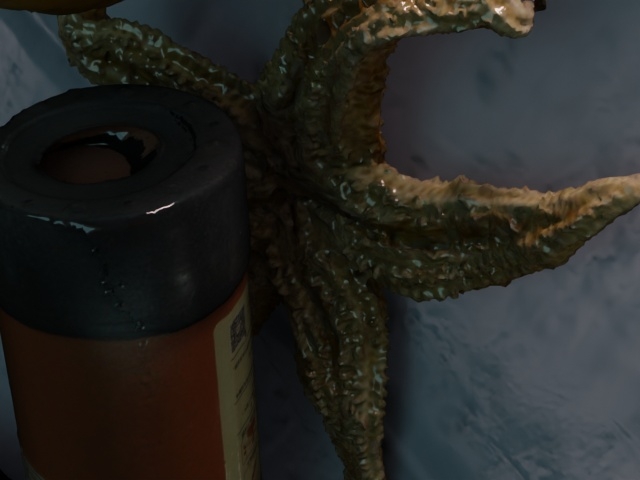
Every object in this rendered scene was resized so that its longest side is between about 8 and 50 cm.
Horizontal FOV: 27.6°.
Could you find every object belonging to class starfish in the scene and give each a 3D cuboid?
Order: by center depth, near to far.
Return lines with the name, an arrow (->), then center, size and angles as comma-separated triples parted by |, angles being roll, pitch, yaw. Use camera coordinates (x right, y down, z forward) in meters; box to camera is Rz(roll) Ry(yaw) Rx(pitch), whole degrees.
starfish -> 0.002, -0.002, 0.599 | 0.299, 0.060, 0.302 | 24, 128, 24

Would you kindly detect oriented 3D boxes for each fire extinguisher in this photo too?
fire extinguisher -> -0.089, 0.100, 0.650 | 0.200, 0.113, 0.376 | -108, 14, -57

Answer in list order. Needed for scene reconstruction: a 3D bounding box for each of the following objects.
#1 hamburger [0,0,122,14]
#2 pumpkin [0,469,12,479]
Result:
hamburger -> -0.061, -0.223, 0.464 | 0.158, 0.318, 0.318 | 35, 124, -8
pumpkin -> -0.262, 0.225, 0.789 | 0.233, 0.163, 0.233 | 9, 107, 33
